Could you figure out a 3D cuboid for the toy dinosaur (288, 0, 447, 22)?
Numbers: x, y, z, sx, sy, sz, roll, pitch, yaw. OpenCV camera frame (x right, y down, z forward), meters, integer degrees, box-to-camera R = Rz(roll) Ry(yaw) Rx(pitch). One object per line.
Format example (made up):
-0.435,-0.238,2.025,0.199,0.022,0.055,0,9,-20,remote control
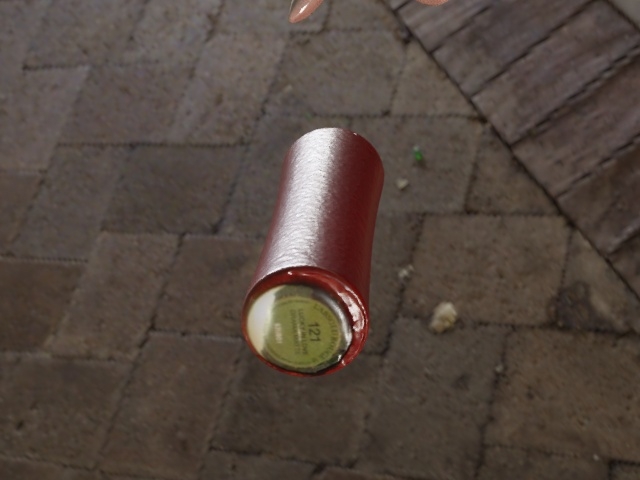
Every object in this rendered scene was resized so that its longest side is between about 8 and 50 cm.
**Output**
0.027,-0.263,1.296,0.177,0.152,0.194,46,48,13,toy dinosaur

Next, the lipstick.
0.000,0.000,0.901,0.080,0.080,0.241,-22,22,16,lipstick
